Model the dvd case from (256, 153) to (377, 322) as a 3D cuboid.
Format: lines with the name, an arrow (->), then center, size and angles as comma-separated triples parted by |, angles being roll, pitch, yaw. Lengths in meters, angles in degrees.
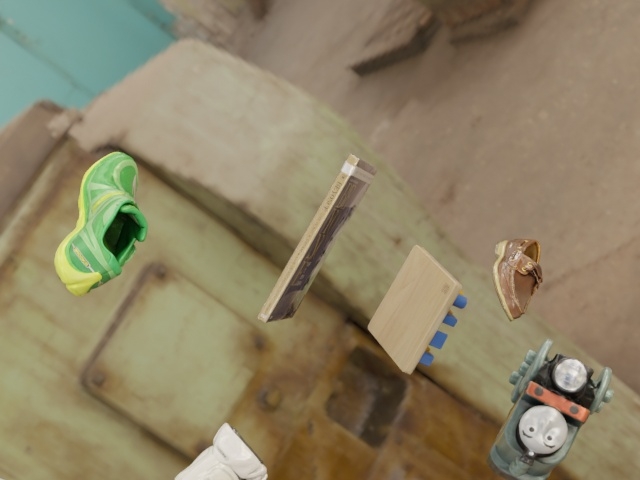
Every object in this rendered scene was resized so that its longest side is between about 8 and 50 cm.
dvd case -> 0.000, 0.000, 1.541 | 0.221, 0.018, 0.164 | -61, -9, 4

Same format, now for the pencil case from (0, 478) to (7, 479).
pencil case -> -0.484, 0.432, 1.942 | 0.124, 0.273, 0.113 | -49, 26, 42

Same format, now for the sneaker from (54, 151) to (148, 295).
sneaker -> -0.319, -0.028, 1.975 | 0.124, 0.109, 0.295 | -13, 40, 18

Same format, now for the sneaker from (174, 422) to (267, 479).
sneaker -> -0.126, 0.364, 1.763 | 0.118, 0.292, 0.110 | -38, 55, -15

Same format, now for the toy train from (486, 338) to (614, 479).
toy train -> 0.342, 0.274, 1.935 | 0.190, 0.142, 0.334 | -62, -9, -14

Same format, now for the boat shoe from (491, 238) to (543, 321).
boat shoe -> 0.272, 0.046, 1.733 | 0.060, 0.064, 0.178 | -18, 23, 19

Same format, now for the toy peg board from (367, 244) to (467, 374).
toy peg board -> 0.170, 0.117, 1.993 | 0.161, 0.079, 0.160 | -61, 28, 11
